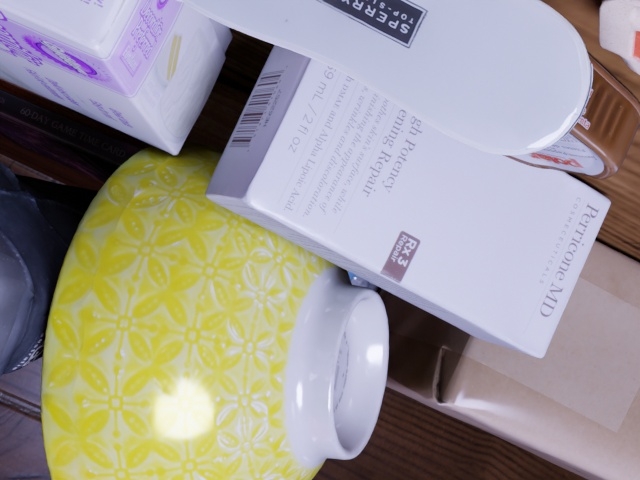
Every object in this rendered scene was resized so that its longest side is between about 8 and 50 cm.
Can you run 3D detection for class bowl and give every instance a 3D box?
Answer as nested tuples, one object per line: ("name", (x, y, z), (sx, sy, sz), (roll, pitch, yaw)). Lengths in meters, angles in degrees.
("bowl", (-0.044, 0.079, 0.788), (0.156, 0.289, 0.289), (5, 166, 21))

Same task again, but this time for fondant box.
("fondant box", (-0.227, -0.176, 0.655), (0.330, 0.096, 0.238), (23, 174, 5))

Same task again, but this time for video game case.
("video game case", (-0.190, -0.070, 1.035), (0.274, 0.026, 0.196), (24, 173, 12))

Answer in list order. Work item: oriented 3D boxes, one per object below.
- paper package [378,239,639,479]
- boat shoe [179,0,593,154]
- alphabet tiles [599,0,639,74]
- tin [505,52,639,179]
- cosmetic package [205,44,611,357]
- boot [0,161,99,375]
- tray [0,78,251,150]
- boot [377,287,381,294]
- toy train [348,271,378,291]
("paper package", (0.224, 0.114, 1.010), (0.325, 0.168, 0.309), (25, 173, -12))
("boat shoe", (0.004, -0.105, 0.449), (0.219, 0.078, 0.070), (35, -164, 1))
("alphabet tiles", (0.163, -0.081, 0.320), (0.284, 0.021, 0.278), (22, 173, 17))
("tin", (0.079, -0.082, 0.558), (0.190, 0.040, 0.106), (30, 176, -39))
("cosmetic package", (0.057, -0.026, 0.719), (0.231, 0.117, 0.085), (26, 175, -23))
("boot", (-0.250, -0.032, 0.902), (0.367, 0.146, 0.445), (46, -167, 15))
("tray", (-0.175, -0.120, 1.012), (0.411, 0.076, 0.203), (22, 173, 10))
("boot", (0.051, 0.032, 1.355), (0.244, 0.088, 0.176), (22, 175, -5))
("toy train", (0.000, 0.000, 1.162), (0.105, 0.080, 0.184), (35, -174, -31))
